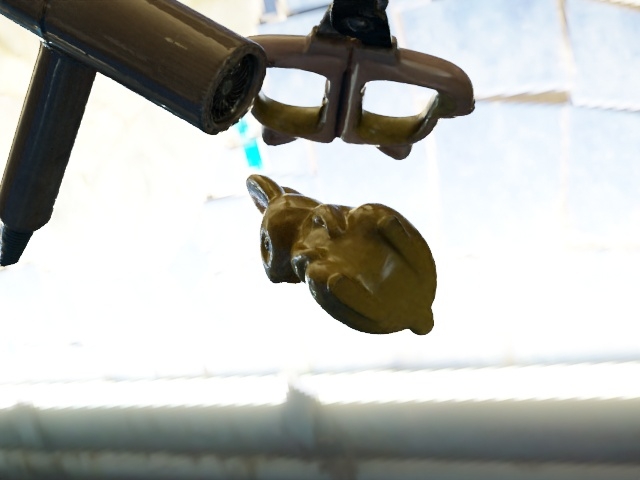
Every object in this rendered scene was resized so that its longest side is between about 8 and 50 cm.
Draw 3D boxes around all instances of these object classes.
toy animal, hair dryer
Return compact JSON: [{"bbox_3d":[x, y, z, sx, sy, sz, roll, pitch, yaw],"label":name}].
[{"bbox_3d":[0.001,0.003,0.867,0.070,0.083,0.159,-50,-140,-9],"label":"toy animal"},{"bbox_3d":[-0.134,-0.050,0.786,0.195,0.220,0.054,30,-143,23],"label":"hair dryer"}]

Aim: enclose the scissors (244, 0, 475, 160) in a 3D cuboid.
[{"bbox_3d":[0.017,-0.111,0.812,0.160,0.024,0.317,7,162,0],"label":"scissors"}]
